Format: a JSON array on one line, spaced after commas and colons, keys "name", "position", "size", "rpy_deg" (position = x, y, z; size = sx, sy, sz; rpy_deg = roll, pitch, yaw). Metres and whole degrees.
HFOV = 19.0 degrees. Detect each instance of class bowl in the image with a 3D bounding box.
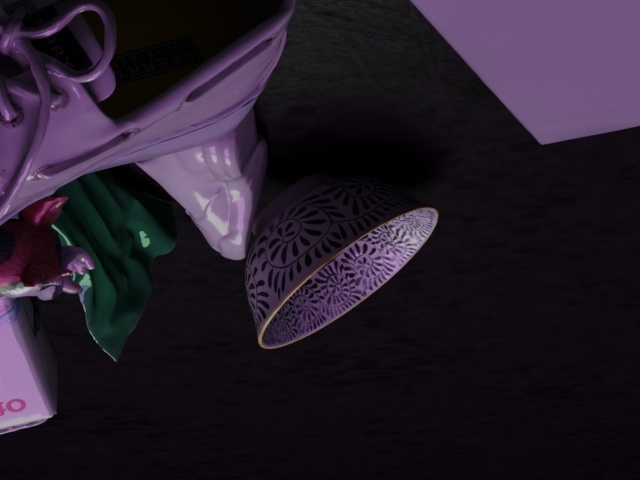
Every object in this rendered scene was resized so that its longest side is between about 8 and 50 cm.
[{"name": "bowl", "position": [0.000, 0.000, 1.465], "size": [0.170, 0.080, 0.170], "rpy_deg": [-34, 165, -10]}]

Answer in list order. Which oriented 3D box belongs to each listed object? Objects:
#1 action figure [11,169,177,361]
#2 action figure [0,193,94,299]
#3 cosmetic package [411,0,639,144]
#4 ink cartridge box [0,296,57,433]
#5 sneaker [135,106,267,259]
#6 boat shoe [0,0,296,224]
[{"name": "action figure", "position": [-0.185, -0.017, 1.412], "size": [0.063, 0.137, 0.232], "rpy_deg": [5, 156, 21]}, {"name": "action figure", "position": [-0.306, 0.043, 1.197], "size": [0.370, 0.248, 0.276], "rpy_deg": [-29, 121, 25]}, {"name": "cosmetic package", "position": [0.133, -0.187, 0.839], "size": [0.217, 0.156, 0.385], "rpy_deg": [-12, 158, 22]}, {"name": "ink cartridge box", "position": [-0.292, 0.043, 1.387], "size": [0.154, 0.093, 0.212], "rpy_deg": [-13, 122, 2]}, {"name": "sneaker", "position": [-0.091, -0.054, 1.369], "size": [0.094, 0.080, 0.212], "rpy_deg": [8, 156, 7]}, {"name": "boat shoe", "position": [-0.155, -0.085, 1.022], "size": [0.367, 0.136, 0.156], "rpy_deg": [-21, 162, -34]}]
